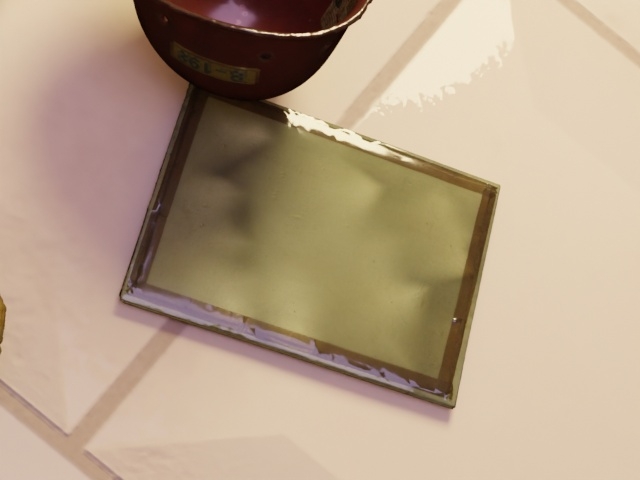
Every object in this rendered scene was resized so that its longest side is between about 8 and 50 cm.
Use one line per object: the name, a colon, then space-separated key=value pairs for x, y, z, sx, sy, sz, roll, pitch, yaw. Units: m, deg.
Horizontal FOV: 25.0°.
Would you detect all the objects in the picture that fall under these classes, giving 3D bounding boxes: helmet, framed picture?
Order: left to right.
helmet: x=-0.062 y=-0.152 z=0.938 sx=0.175 sy=0.106 sz=0.155 roll=16 pitch=47 yaw=-7
framed picture: x=0.000 y=0.000 z=0.953 sx=0.231 sy=0.010 sz=0.173 roll=20 pitch=65 yaw=-9

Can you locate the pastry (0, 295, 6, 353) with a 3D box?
pastry: x=-0.256 y=0.046 z=0.819 sx=0.153 sy=0.081 sz=0.153 roll=4 pitch=71 yaw=-12
